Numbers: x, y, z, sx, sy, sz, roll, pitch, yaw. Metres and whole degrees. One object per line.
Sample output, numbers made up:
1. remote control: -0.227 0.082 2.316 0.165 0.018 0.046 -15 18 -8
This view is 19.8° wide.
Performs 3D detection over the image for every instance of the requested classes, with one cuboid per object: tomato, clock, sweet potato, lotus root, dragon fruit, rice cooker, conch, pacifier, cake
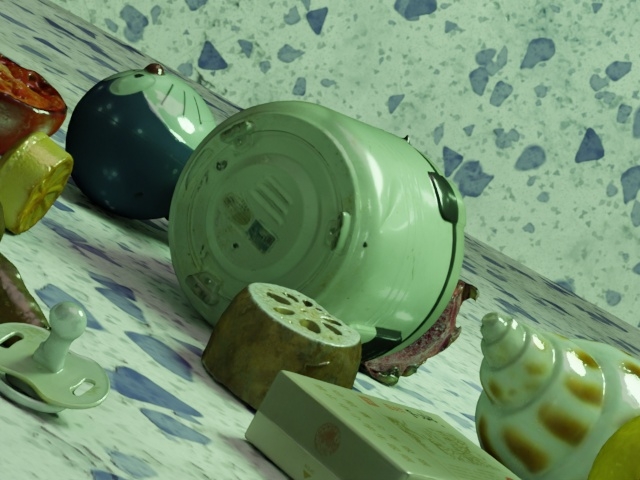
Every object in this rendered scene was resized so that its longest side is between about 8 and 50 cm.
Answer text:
1. tomato: -0.323 -0.134 1.703 0.166 0.082 0.174 24 13 -14
2. clock: -0.132 -0.069 1.786 0.243 0.146 0.199 32 1 -20
3. sweet potato: -0.243 -0.008 1.224 0.075 0.075 0.269 22 14 -46
4. lotus root: -0.030 0.091 1.403 0.122 0.081 0.112 35 16 35
5. dragon fruit: 0.075 0.087 1.745 0.147 0.096 0.102 -18 21 -16
6. rice cooker: 0.000 0.000 1.598 0.226 0.226 0.244 34 10 25
7. conch: 0.227 0.163 1.590 0.275 0.149 0.183 25 12 -21
8. pacifier: -0.161 0.065 1.086 0.083 0.064 0.068 32 25 13
9. cake: -0.236 -0.047 1.468 0.044 0.084 0.084 33 8 5

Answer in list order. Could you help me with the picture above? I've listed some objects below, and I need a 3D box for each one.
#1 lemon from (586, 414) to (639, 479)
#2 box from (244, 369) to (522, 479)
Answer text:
1. lemon: 0.297 0.214 1.408 0.187 0.187 0.244 35 4 31
2. box: 0.059 0.164 1.293 0.141 0.058 0.201 36 10 37
